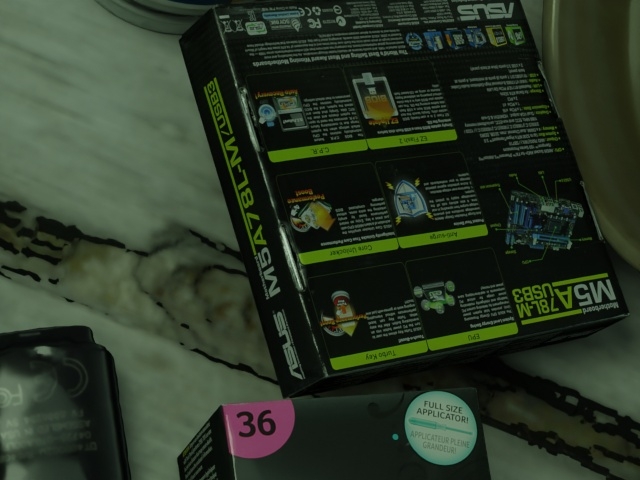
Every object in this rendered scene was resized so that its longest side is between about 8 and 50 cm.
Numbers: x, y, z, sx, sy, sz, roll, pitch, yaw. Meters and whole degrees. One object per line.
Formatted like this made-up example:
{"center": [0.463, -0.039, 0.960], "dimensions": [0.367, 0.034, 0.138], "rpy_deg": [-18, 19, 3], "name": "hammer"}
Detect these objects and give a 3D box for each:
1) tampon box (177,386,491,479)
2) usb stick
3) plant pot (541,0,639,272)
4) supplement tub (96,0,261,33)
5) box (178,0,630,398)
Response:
{"center": [0.012, 0.157, 0.825], "dimensions": [0.120, 0.101, 0.161], "rpy_deg": [-3, 71, -18], "name": "tampon box"}
{"center": [-0.112, 0.175, 0.816], "dimensions": [0.077, 0.045, 0.278], "rpy_deg": [-7, 73, -11], "name": "usb stick"}
{"center": [0.317, -0.120, 0.927], "dimensions": [0.280, 0.323, 0.323], "rpy_deg": [6, 68, -31], "name": "plant pot"}
{"center": [-0.052, -0.195, 0.881], "dimensions": [0.144, 0.199, 0.144], "rpy_deg": [5, 69, -14], "name": "supplement tub"}
{"center": [0.043, -0.029, 0.894], "dimensions": [0.191, 0.045, 0.184], "rpy_deg": [-9, 78, -35], "name": "box"}
